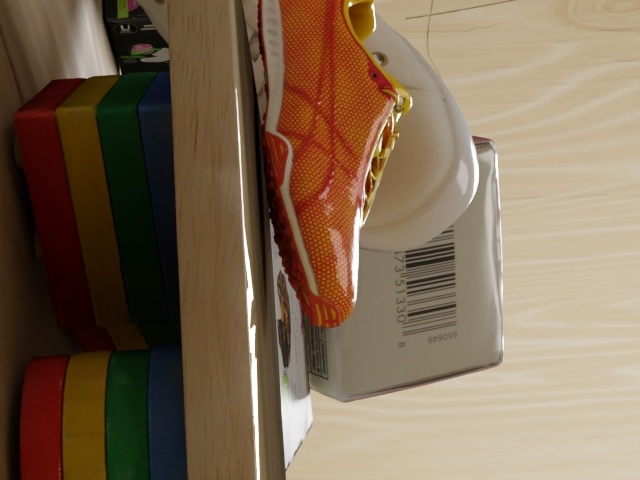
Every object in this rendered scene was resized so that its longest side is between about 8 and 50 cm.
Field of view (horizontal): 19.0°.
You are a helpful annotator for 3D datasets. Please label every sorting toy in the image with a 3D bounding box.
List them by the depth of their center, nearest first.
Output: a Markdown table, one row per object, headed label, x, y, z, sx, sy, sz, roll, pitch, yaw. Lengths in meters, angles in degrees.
| label | x | y | z | sx | sy | sz | roll | pitch | yaw |
| --- | --- | --- | --- | --- | --- | --- | --- | --- | --- |
| sorting toy | -0.065 | 0.039 | 0.773 | 0.255 | 0.089 | 0.257 | 85 | 1 | -71 |

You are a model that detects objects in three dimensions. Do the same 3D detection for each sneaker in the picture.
| label | x | y | z | sx | sy | sz | roll | pitch | yaw |
| --- | --- | --- | --- | --- | --- | --- | --- | --- | --- |
| sneaker | 0.007 | -0.044 | 0.826 | 0.064 | 0.067 | 0.175 | 89 | -1 | -61 |
| sneaker | -0.038 | -0.106 | 0.955 | 0.290 | 0.106 | 0.123 | 48 | 6 | 34 |

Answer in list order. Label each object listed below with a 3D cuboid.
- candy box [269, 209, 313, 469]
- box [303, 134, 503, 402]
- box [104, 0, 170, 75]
| label | x | y | z | sx | sy | sz | roll | pitch | yaw |
| --- | --- | --- | --- | --- | --- | --- | --- | --- | --- |
| candy box | -0.058 | 0.051 | 1.047 | 0.196 | 0.070 | 0.164 | -48 | 135 | -75 |
| box | 0.000 | 0.000 | 1.235 | 0.232 | 0.127 | 0.148 | 17 | -66 | 57 |
| box | -0.096 | -0.138 | 1.117 | 0.083 | 0.052 | 0.062 | 89 | -4 | -70 |
